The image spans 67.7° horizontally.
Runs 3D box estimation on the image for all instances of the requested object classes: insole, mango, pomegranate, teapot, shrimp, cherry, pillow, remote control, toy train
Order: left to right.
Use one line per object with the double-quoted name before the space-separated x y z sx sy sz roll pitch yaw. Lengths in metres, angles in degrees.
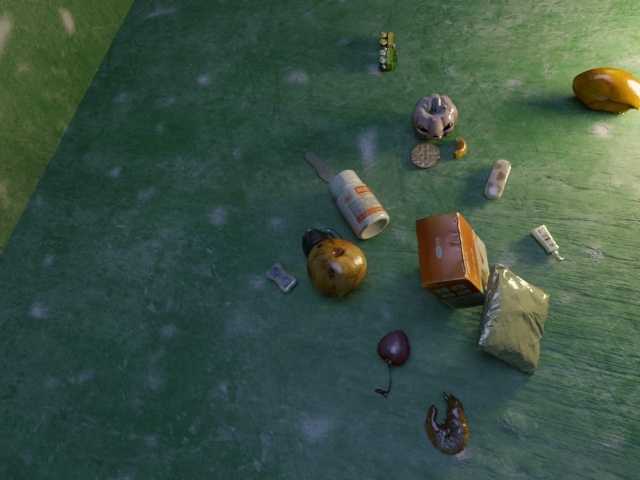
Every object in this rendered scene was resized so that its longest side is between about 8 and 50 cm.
"remote control" -0.148 0.142 1.816 0.122 0.032 0.074 39 80 23
"teapot" -0.006 -0.004 1.806 0.149 0.111 0.108 -32 50 4
"insole" -0.001 -0.307 1.984 0.064 0.004 0.188 -38 65 -6
"pomegranate" 0.058 0.102 1.701 0.216 0.215 0.215 -5 67 11
"toy train" 0.297 -0.837 2.109 0.081 0.060 0.202 3 68 6
"cherry" 0.226 0.403 1.598 0.107 0.090 0.225 26 84 9
"shrimp" 0.396 0.573 1.503 0.133 0.051 0.187 -3 70 11
"pillow" 0.618 0.250 1.503 0.274 0.076 0.280 27 71 -23
"mango" 1.066 -0.562 1.778 0.252 0.154 0.126 21 66 6

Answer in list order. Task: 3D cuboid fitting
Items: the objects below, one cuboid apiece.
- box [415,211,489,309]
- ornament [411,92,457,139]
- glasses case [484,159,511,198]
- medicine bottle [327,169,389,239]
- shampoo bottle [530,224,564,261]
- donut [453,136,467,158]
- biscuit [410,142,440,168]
"box" 0.433 0.075 1.532 0.144 0.341 0.224 -15 64 29
"ornament" 0.446 -0.489 1.873 0.178 0.177 0.177 -5 67 11
"glasses case" 0.661 -0.229 1.782 0.063 0.041 0.164 19 74 19
"medicine bottle" 0.138 -0.137 1.809 0.145 0.144 0.252 -34 64 -3
"shampoo bottle" 0.791 0.013 1.658 0.049 0.034 0.141 -23 65 -5
"donut" 0.539 -0.365 1.869 0.067 0.038 0.083 41 80 21
"biscuit" 0.416 -0.338 1.897 0.120 0.015 0.120 -5 67 11
